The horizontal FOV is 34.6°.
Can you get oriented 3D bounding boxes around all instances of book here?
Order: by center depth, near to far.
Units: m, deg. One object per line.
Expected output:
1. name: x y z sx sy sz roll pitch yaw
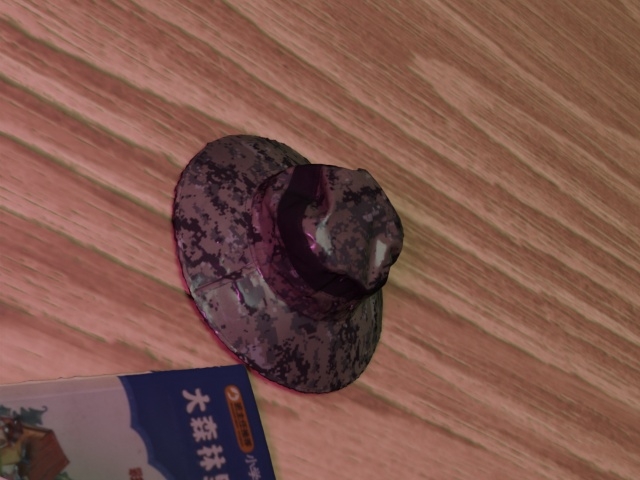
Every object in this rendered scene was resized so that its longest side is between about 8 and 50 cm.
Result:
1. book: -0.156 0.208 0.755 0.322 0.018 0.228 0 68 -42

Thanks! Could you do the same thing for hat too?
1. hat: 0.000 0.000 0.938 0.265 0.128 0.266 18 59 -34

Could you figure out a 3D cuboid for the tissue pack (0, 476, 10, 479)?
1. tissue pack: -0.251 0.253 0.552 0.201 0.124 0.271 31 53 -23
